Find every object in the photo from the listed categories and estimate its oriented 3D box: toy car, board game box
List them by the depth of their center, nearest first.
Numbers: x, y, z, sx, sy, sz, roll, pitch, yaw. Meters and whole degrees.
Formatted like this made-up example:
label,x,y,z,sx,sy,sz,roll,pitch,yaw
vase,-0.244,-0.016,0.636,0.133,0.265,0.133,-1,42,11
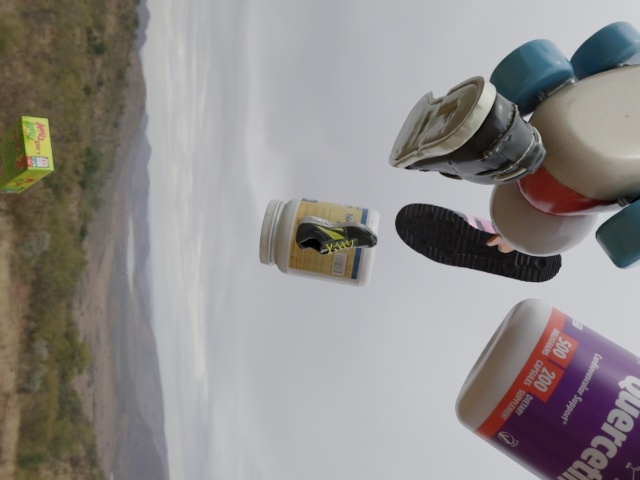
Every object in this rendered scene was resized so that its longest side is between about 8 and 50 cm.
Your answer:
label,x,y,z,sx,sy,sz,roll,pitch,yaw
toy car,0.273,-0.060,0.565,0.219,0.210,0.238,63,-21,21
board game box,-0.539,-0.149,0.942,0.181,0.043,0.092,-12,-94,43

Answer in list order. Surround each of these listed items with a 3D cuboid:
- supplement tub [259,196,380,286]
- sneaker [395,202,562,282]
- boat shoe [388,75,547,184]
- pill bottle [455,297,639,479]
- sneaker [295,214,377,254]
label,x,y,z,sx,sy,sz,roll,pitch,yaw
supplement tub,0.000,0.000,0.952,0.144,0.199,0.145,10,90,-86
sneaker,0.307,0.007,1.051,0.131,0.318,0.112,-7,116,-71
boat shoe,0.120,-0.090,0.485,0.084,0.079,0.233,-63,-169,6
pill bottle,0.332,0.219,0.598,0.322,0.181,0.182,32,-44,17
sneaker,0.014,0.001,0.519,0.031,0.083,0.035,86,15,-51
